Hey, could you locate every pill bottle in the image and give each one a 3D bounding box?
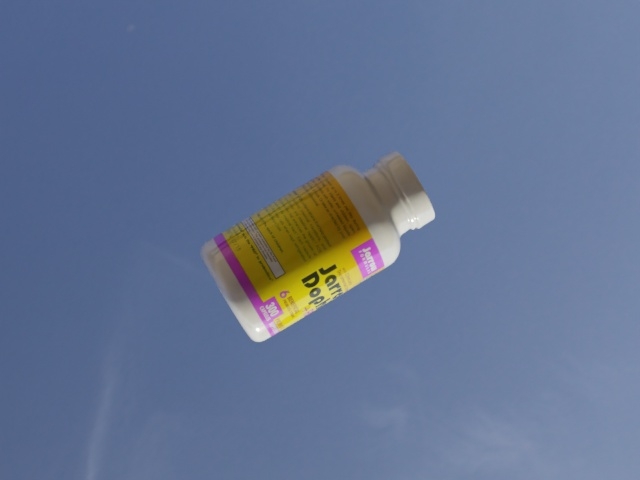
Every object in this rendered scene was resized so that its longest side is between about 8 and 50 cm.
[{"bbox_3d":[0.000,0.000,0.432,0.083,0.043,0.043,-31,-98,-4],"label":"pill bottle"}]
